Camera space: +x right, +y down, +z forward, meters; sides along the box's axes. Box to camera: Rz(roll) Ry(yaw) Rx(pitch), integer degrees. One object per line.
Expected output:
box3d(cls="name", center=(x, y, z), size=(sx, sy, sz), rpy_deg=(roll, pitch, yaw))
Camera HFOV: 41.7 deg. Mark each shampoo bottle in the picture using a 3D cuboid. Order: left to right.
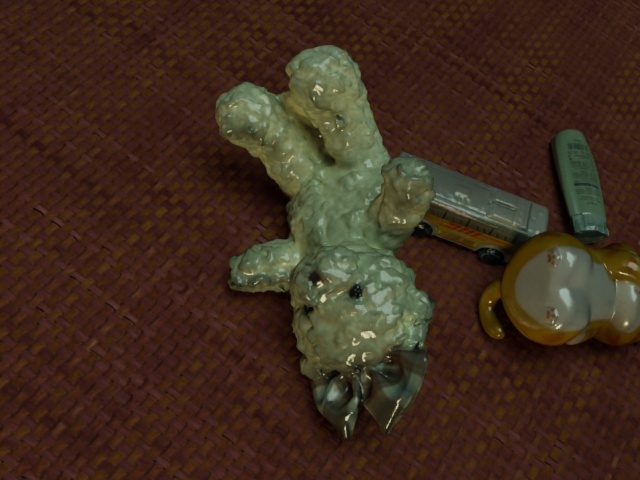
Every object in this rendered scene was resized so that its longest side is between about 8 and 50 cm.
box3d(cls="shampoo bottle", center=(0.436, -0.094, 1.420), size=(0.072, 0.049, 0.212), rpy_deg=(11, 56, -14))

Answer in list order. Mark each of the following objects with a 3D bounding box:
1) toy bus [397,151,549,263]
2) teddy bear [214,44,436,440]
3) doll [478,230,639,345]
box3d(cls="toy bus", center=(0.222, -0.045, 1.294), size=(0.268, 0.106, 0.092), rpy_deg=(21, 59, -4))
box3d(cls="teddy bear", center=(0.000, 0.000, 1.091), size=(0.375, 0.327, 0.362), rpy_deg=(54, 31, -27))
box3d(cls="doll", center=(0.390, 0.077, 1.229), size=(0.269, 0.162, 0.167), rpy_deg=(7, 91, -17))
